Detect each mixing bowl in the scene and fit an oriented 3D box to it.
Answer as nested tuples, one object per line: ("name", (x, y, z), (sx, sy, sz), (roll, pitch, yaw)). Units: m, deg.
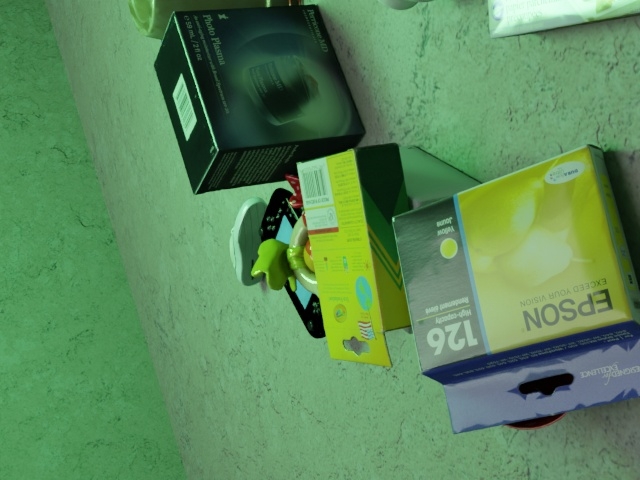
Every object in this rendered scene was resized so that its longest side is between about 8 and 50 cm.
("mixing bowl", (0.291, 0.162, 1.297), (0.181, 0.098, 0.181), (-6, 79, 37))

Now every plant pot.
("plant pot", (-0.236, -0.521, 1.964), (0.323, 0.280, 0.323), (38, 134, 54))

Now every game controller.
("game controller", (-0.041, 0.042, 1.966), (0.319, 0.067, 0.166), (60, 152, 34))

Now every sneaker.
("sneaker", (-0.177, -0.008, 2.260), (0.091, 0.094, 0.258), (52, 144, 37))

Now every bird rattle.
("bird rattle", (0.000, 0.000, 1.800), (0.207, 0.143, 0.253), (43, 109, 35))

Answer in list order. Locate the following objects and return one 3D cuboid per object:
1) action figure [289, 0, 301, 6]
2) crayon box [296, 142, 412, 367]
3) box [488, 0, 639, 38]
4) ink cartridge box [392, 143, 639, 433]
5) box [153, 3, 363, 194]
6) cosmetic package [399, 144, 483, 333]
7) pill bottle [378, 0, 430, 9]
("action figure", (-0.050, -0.502, 1.863), (0.030, 0.038, 0.115), (-106, 12, -73))
("crayon box", (0.062, 0.024, 1.458), (0.202, 0.081, 0.318), (-4, 96, 64))
("box", (0.318, -0.288, 1.137), (0.324, 0.067, 0.063), (10, 109, 63))
("ink cartridge box", (0.251, 0.072, 1.236), (0.304, 0.072, 0.307), (-21, 70, 34))
("box", (-0.119, -0.269, 1.795), (0.183, 0.294, 0.296), (-49, 56, 57))
("cosmetic package", (0.144, -0.008, 1.534), (0.224, 0.138, 0.224), (39, 133, 54))
("pill bottle", (0.155, -0.429, 1.329), (0.264, 0.146, 0.146), (-46, 58, 61))
